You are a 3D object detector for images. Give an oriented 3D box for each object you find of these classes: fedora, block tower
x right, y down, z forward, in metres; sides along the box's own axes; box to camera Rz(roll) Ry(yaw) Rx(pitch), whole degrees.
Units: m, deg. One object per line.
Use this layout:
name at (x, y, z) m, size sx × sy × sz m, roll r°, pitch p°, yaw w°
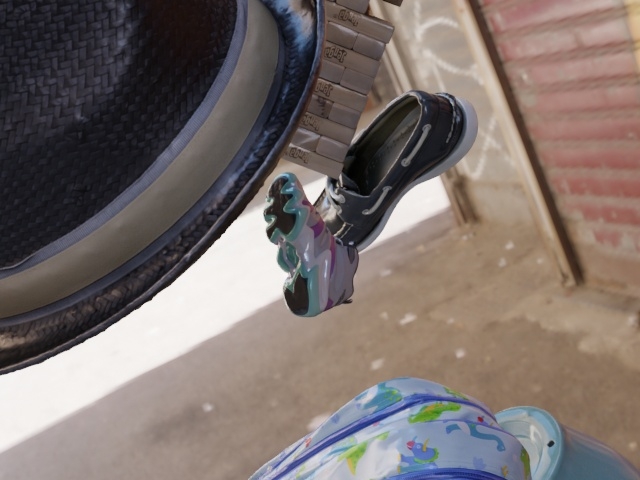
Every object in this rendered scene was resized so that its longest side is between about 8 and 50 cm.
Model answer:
fedora at (-0.167, -0.087, 0.600) m, size 0.334 × 0.152 × 0.334 m, roll -22°, pitch 46°, yaw 24°
block tower at (0.034, -0.233, 1.037) m, size 0.091 × 0.335 × 0.097 m, roll 20°, pitch 13°, yaw -2°

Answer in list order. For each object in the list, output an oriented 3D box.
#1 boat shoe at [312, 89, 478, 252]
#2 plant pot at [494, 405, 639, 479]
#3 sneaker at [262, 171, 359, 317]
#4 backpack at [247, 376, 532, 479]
boat shoe at (0.058, -0.082, 1.364) m, size 0.091 × 0.114 × 0.302 m, roll 11°, pitch -45°, yaw -40°
plant pot at (0.304, 0.363, 1.459) m, size 0.272 × 0.255 × 0.271 m, roll -34°, pitch 28°, yaw 21°
sneaker at (0.000, 0.000, 0.760) m, size 0.069 × 0.098 × 0.038 m, roll -10°, pitch 2°, yaw -44°
backpack at (0.057, 0.301, 1.114) m, size 0.355 × 0.290 × 0.273 m, roll -37°, pitch 36°, yaw 50°
